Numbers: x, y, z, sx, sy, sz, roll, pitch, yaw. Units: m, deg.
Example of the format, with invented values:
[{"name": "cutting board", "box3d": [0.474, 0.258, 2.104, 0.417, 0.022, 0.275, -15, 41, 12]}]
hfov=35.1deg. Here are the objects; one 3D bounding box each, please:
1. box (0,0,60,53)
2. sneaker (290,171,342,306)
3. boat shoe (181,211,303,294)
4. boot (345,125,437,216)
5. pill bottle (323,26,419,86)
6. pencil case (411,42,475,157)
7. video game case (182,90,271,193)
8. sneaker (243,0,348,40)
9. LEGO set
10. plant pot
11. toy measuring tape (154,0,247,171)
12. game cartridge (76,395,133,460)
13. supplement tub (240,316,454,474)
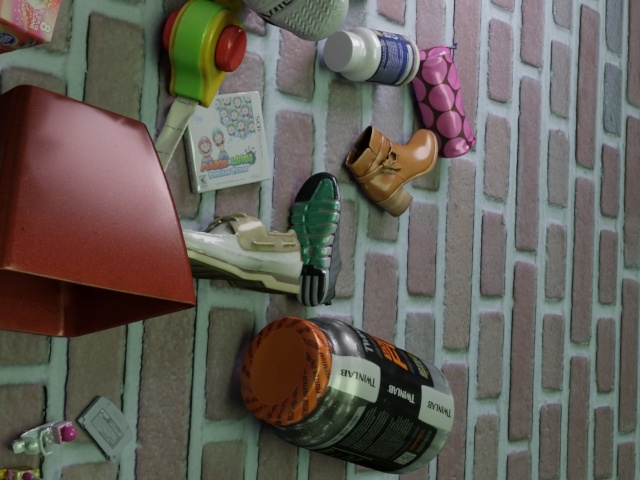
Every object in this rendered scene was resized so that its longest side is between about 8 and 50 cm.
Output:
[{"name": "box", "box3d": [-0.386, -0.393, 1.218, 0.154, 0.142, 0.299, 22, 74, -45]}, {"name": "sneaker", "box3d": [0.000, 0.000, 1.693, 0.098, 0.083, 0.223, 15, 83, -67]}, {"name": "boat shoe", "box3d": [-0.136, 0.010, 1.515, 0.302, 0.113, 0.103, 20, 74, -56]}, {"name": "boot", "box3d": [0.130, -0.159, 1.821, 0.152, 0.073, 0.197, 44, 57, -33]}, {"name": "pill bottle", "box3d": [0.087, -0.319, 1.757, 0.169, 0.094, 0.094, -2, 91, -47]}, {"name": "pencil case", "box3d": [0.235, -0.265, 1.922, 0.098, 0.095, 0.209, -45, 124, -56]}, {"name": "video game case", "box3d": [-0.145, -0.154, 1.563, 0.157, 0.019, 0.143, -15, 100, -46]}, {"name": "sneaker", "box3d": [-0.038, -0.382, 1.483, 0.137, 0.366, 0.210, -47, 143, 10]}, {"name": "LEGO set", "box3d": [-0.329, 0.382, 1.298, 0.132, 0.107, 0.286, -28, 110, -43]}, {"name": "plant pot", "box3d": [-0.330, -0.032, 1.208, 0.267, 0.267, 0.235, 15, 67, -46]}, {"name": "toy measuring tape", "box3d": [-0.192, -0.236, 1.443, 0.121, 0.121, 0.330, 41, 65, -39]}, {"name": "game cartridge", "box3d": [-0.296, 0.257, 1.402, 0.056, 0.017, 0.083, -48, 123, -32]}, {"name": "supplement tub", "box3d": [0.045, 0.247, 1.626, 0.338, 0.207, 0.207, 28, 70, -44]}]
